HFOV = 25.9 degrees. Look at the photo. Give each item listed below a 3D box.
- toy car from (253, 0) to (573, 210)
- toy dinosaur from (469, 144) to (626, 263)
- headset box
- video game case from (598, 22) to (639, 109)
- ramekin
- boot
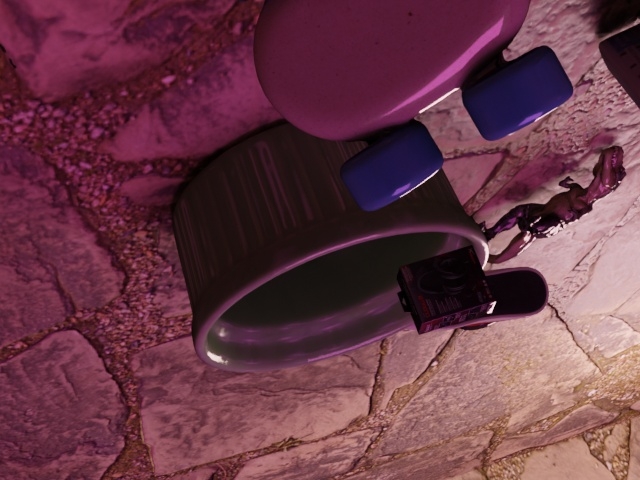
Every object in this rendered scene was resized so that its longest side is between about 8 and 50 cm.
[{"bbox_3d":[0.073,-0.174,1.055,0.210,0.219,0.238,-30,-176,22],"label":"toy car"},{"bbox_3d":[0.252,-0.022,1.665,0.118,0.064,0.268,-7,158,-44],"label":"toy dinosaur"},{"bbox_3d":[0.114,0.047,1.307,0.083,0.062,0.032,-15,157,-11],"label":"headset box"},{"bbox_3d":[0.408,-0.185,1.191,0.300,0.036,0.329,-24,-162,9],"label":"video game case"},{"bbox_3d":[0.000,0.000,1.382,0.303,0.148,0.303,-17,158,-7],"label":"ramekin"},{"bbox_3d":[0.147,0.081,1.790,0.244,0.088,0.176,1,169,-19],"label":"boot"}]
